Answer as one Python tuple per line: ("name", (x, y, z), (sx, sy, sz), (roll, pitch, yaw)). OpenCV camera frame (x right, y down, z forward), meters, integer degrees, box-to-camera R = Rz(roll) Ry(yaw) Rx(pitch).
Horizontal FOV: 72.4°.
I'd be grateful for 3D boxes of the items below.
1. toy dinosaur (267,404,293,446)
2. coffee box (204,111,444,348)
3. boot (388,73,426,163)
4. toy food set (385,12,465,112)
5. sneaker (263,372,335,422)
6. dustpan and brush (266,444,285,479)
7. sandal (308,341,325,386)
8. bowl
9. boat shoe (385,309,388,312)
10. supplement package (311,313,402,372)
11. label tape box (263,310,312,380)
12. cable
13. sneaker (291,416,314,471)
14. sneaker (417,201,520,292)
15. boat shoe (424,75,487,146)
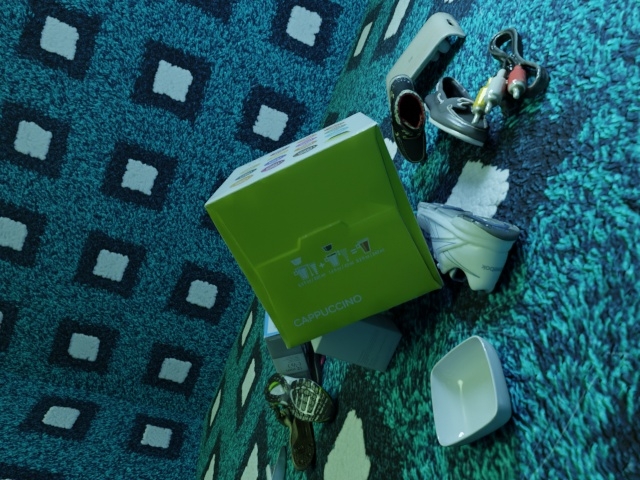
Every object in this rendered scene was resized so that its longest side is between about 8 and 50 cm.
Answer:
("toy dinosaur", (-0.122, 0.568, 1.430), (0.118, 0.064, 0.268), (64, 170, 0))
("coffee box", (0.014, -0.040, 0.936), (0.337, 0.338, 0.334), (-24, 18, 8))
("boot", (0.224, -0.281, 1.093), (0.179, 0.085, 0.237), (-83, -23, -60))
("toy food set", (0.318, -0.543, 1.368), (0.306, 0.092, 0.220), (-49, 23, 36))
("sneaker", (-0.044, 0.465, 1.294), (0.299, 0.121, 0.111), (-1, 65, 55))
("dustpan and brush", (-0.152, 0.763, 1.374), (0.211, 0.060, 0.148), (-133, 64, -74))
("sandal", (-0.007, 0.389, 1.404), (0.067, 0.040, 0.179), (119, 150, -52))
("bowl", (0.232, 0.233, 0.667), (0.142, 0.053, 0.142), (-85, 20, -46))
("boat shoe", (0.132, 0.153, 1.114), (0.059, 0.063, 0.170), (-57, 11, -15))
("supplement package", (0.077, 0.215, 1.013), (0.105, 0.179, 0.105), (-121, 53, -72))
("label tape box", (-0.094, 0.370, 1.505), (0.249, 0.115, 0.348), (-98, -7, -62))
("cable", (0.378, -0.358, 0.875), (0.139, 0.072, 0.288), (-25, 43, 51))
("sneaker", (-0.053, 0.595, 1.263), (0.188, 0.066, 0.071), (-90, 7, -66))
("sneaker", (0.248, 0.002, 0.827), (0.297, 0.110, 0.130), (-115, 34, -75))
("boat shoe", (0.308, -0.308, 0.999), (0.335, 0.112, 0.096), (-90, 19, -62))
